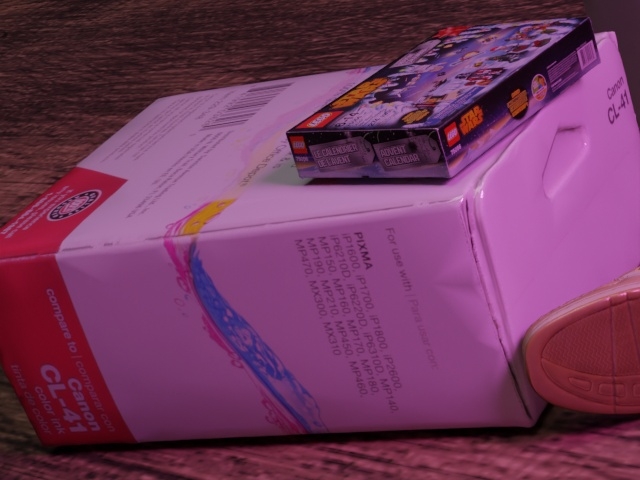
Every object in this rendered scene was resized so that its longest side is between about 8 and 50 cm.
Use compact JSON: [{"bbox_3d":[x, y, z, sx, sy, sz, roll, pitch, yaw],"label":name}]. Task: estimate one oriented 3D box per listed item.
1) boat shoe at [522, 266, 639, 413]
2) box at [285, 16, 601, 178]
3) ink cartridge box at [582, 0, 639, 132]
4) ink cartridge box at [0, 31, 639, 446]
[{"bbox_3d":[0.169,0.035,0.812,0.170,0.063,0.059,-13,16,-10],"label":"boat shoe"},{"bbox_3d":[0.061,-0.070,0.850,0.094,0.027,0.137,1,27,42],"label":"box"},{"bbox_3d":[0.263,-0.152,1.113,0.175,0.127,0.072,-27,18,-22],"label":"ink cartridge box"},{"bbox_3d":[0.000,0.000,0.948,0.306,0.131,0.226,-4,25,31],"label":"ink cartridge box"}]
